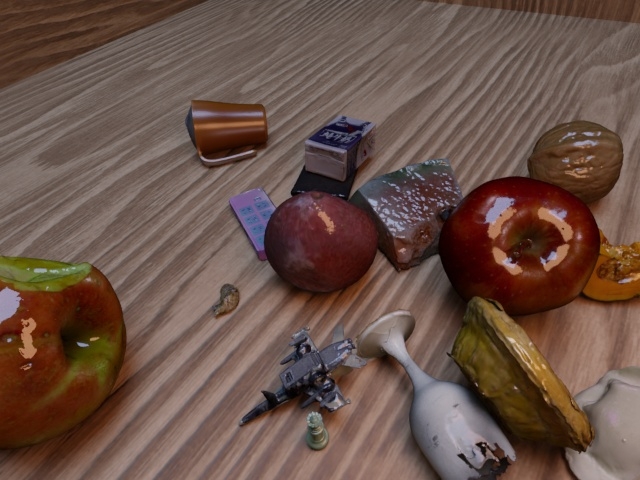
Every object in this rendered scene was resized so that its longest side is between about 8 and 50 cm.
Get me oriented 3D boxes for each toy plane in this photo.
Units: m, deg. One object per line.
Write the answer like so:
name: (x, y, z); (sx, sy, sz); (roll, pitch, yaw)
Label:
toy plane: (-0.046, 0.262, 0.841); (0.262, 0.088, 0.192); (-29, 44, -9)

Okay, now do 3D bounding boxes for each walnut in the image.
walnut: (0.668, -0.203, 1.197); (0.228, 0.228, 0.228); (-3, 43, 3)

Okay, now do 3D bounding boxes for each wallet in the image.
wallet: (0.032, -0.221, 1.402); (0.170, 0.044, 0.321); (8, 42, 12)

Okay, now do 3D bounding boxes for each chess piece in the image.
chess piece: (-0.007, 0.327, 0.785); (0.042, 0.093, 0.042); (-2, 44, 2)

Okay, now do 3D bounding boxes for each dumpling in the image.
dumpling: (0.505, 0.307, 0.753); (0.252, 0.131, 0.179); (-43, 31, -7)

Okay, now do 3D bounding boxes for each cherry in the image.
cherry: (0.000, 0.000, 1.012); (0.261, 0.307, 0.221); (2, 70, 4)

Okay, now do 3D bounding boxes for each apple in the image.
apple: (0.387, 0.015, 0.909); (0.288, 0.317, 0.288); (-2, 80, 14)
apple: (-0.539, 0.192, 0.818); (0.339, 0.339, 0.339); (-3, 43, 3)

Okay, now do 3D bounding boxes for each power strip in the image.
power strip: (-0.163, -0.053, 1.246); (0.109, 0.037, 0.279); (-22, 45, -16)

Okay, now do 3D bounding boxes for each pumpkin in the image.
pumpkin: (0.653, 0.064, 0.988); (0.248, 0.126, 0.131); (18, 37, -2)

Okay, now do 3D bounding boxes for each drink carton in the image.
drink carton: (0.065, -0.284, 1.369); (0.134, 0.102, 0.222); (19, 42, 24)

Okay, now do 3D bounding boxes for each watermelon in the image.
watermelon: (0.230, -0.099, 1.171); (0.264, 0.151, 0.302); (-20, 45, -15)

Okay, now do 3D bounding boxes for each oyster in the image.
oyster: (-0.227, 0.131, 1.059); (0.080, 0.038, 0.083); (-27, 49, -19)

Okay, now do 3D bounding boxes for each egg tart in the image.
egg tart: (0.310, 0.229, 0.741); (0.115, 0.290, 0.290); (-36, 46, 4)

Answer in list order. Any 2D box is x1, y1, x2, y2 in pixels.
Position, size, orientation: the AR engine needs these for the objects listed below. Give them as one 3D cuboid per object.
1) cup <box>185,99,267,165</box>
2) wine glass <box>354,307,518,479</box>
cup: (-0.313, -0.365, 1.523); (0.264, 0.182, 0.226); (-7, 76, -10)
wine glass: (0.190, 0.274, 0.790); (0.143, 0.143, 0.321); (-21, 48, -16)
